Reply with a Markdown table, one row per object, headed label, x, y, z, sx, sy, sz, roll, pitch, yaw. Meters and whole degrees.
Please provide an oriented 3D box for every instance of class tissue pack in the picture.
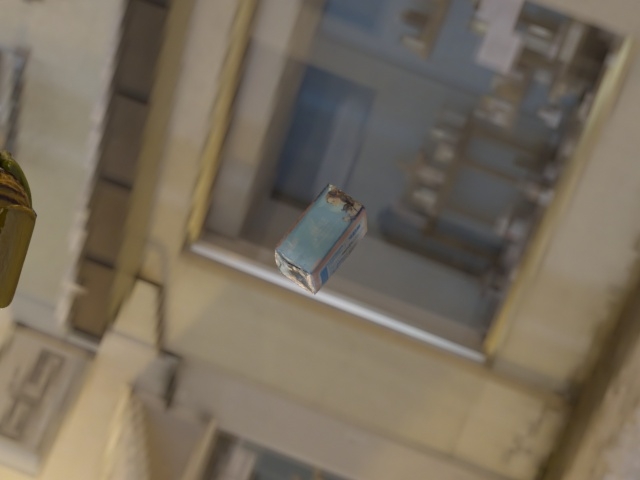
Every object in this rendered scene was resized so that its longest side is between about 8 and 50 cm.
| label | x | y | z | sx | sy | sz | roll | pitch | yaw |
| --- | --- | --- | --- | --- | --- | --- | --- | --- | --- |
| tissue pack | 0.000 | 0.000 | 1.790 | 0.094 | 0.058 | 0.074 | -50 | -15 | -16 |

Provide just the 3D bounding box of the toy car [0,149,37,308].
| label | x | y | z | sx | sy | sz | roll | pitch | yaw |
| --- | --- | --- | --- | --- | --- | --- | --- | --- | --- |
| toy car | -0.367 | -0.019 | 1.523 | 0.142 | 0.247 | 0.200 | -136 | 60 | -64 |
